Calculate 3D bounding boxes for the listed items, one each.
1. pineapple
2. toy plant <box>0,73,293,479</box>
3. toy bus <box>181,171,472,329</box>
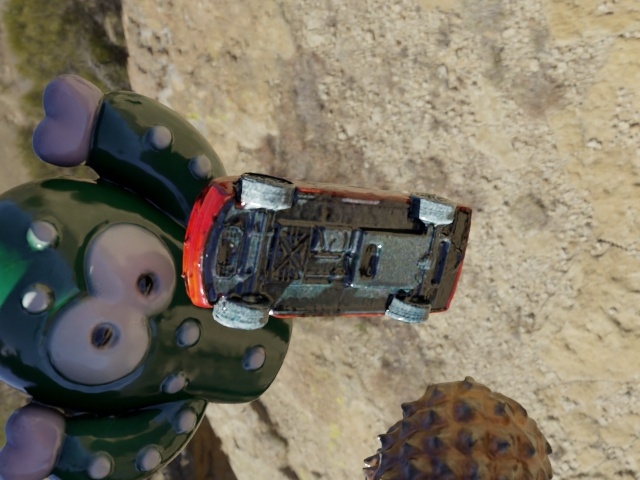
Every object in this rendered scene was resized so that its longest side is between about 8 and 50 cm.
[{"bbox_3d":[0.077,0.293,0.688,0.175,0.361,0.175,24,144,19],"label":"pineapple"},{"bbox_3d":[-0.132,0.037,0.492,0.112,0.232,0.243,5,137,54],"label":"toy plant"},{"bbox_3d":[0.000,0.000,0.485,0.089,0.195,0.081,27,109,51],"label":"toy bus"}]
